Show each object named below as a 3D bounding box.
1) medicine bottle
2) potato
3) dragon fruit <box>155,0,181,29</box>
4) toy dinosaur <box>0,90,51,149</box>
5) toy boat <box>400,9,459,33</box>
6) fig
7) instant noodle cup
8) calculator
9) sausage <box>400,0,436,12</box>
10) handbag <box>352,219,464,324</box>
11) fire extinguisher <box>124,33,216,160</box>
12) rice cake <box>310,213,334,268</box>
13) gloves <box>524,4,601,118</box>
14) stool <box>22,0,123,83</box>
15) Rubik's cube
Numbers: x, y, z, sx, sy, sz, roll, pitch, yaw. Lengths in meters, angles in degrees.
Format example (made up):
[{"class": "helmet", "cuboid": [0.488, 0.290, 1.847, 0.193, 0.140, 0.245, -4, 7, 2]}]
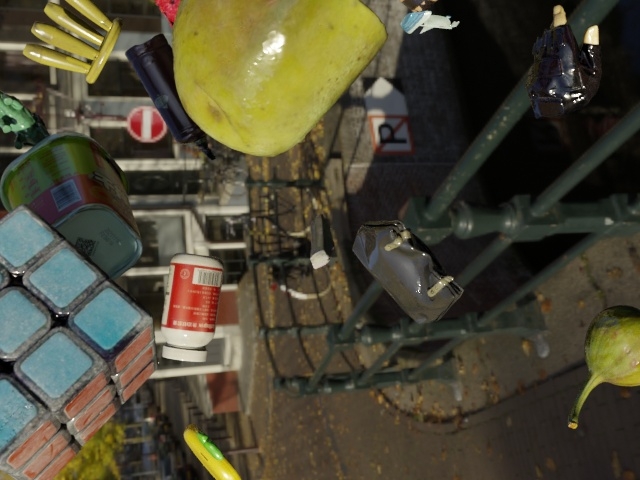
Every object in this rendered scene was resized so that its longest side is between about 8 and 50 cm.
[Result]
[{"class": "medicine bottle", "cuboid": [-0.311, 0.159, 1.618, 0.131, 0.131, 0.250, 170, 109, -73]}, {"class": "potato", "cuboid": [-0.102, -0.275, 1.034, 0.213, 0.330, 0.280, -49, -16, -81]}, {"class": "dragon fruit", "cuboid": [-0.250, -0.490, 1.344, 0.302, 0.330, 0.240, -47, 10, 45]}, {"class": "toy dinosaur", "cuboid": [-0.695, -0.282, 1.522, 0.120, 0.079, 0.292, 52, 175, 21]}, {"class": "toy boat", "cuboid": [0.275, -0.541, 1.670, 0.105, 0.149, 0.034, 86, -175, -82]}, {"class": "fig", "cuboid": [0.515, 0.233, 1.206, 0.245, 0.149, 0.149, -50, 23, 0]}, {"class": "instant noodle cup", "cuboid": [-0.553, -0.053, 1.522, 0.308, 0.294, 0.294, 50, 140, 47]}, {"class": "calculator", "cuboid": [-0.193, 0.400, 1.218, 0.146, 0.032, 0.235, 41, 156, 22]}, {"class": "sausage", "cuboid": [0.213, -0.700, 1.754, 0.123, 0.253, 0.123, -52, 9, 12]}, {"class": "handbag", "cuboid": [0.246, 0.068, 1.811, 0.342, 0.152, 0.288, 46, 168, 0]}, {"class": "fire extinguisher", "cuboid": [-0.368, -0.359, 1.741, 0.337, 0.114, 0.135, 61, 171, -15]}, {"class": "rice cake", "cuboid": [0.000, 0.000, 1.443, 0.047, 0.036, 0.206, -47, 18, 17]}, {"class": "gloves", "cuboid": [0.481, -0.363, 1.347, 0.164, 0.124, 0.203, -7, 114, 40]}, {"class": "stool", "cuboid": [-0.373, -0.311, 1.020, 0.135, 0.110, 0.134, -52, 26, 21]}, {"class": "Rubik's cube", "cuboid": [-0.479, 0.183, 1.104, 0.301, 0.305, 0.304, 38, 150, 8]}]
